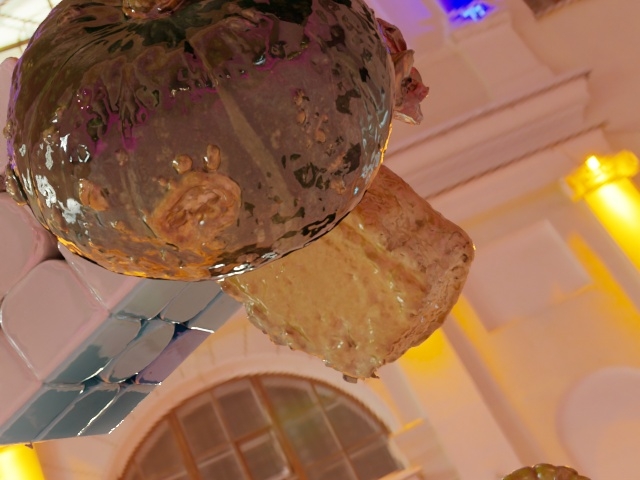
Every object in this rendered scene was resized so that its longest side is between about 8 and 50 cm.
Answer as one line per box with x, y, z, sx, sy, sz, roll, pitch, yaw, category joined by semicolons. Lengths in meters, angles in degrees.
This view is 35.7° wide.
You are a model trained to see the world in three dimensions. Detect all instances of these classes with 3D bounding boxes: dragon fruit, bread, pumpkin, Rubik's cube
0.076;-0.274;1.503;0.317;0.205;0.152;4;-73;-67;dragon fruit
0.000;0.000;0.843;0.174;0.245;0.121;-57;-15;25;bread
-0.058;-0.065;0.481;0.190;0.190;0.146;-36;-41;10;pumpkin
-0.287;0.025;1.110;0.290;0.291;0.292;-45;-17;3;Rubik's cube

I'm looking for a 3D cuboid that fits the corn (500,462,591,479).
0.204;0.339;0.876;0.131;0.131;0.344;-22;-50;-11;corn
